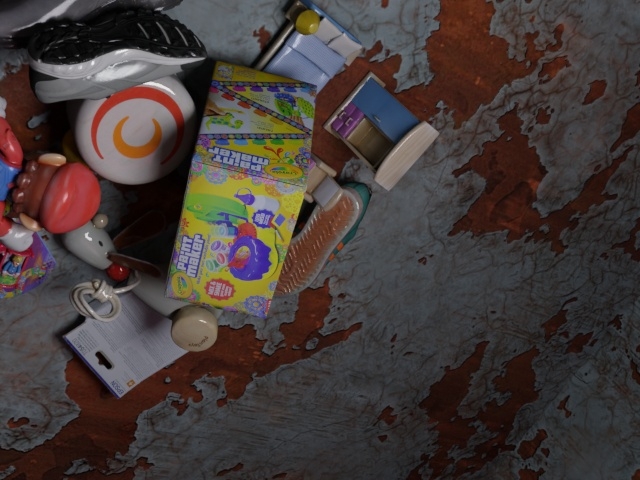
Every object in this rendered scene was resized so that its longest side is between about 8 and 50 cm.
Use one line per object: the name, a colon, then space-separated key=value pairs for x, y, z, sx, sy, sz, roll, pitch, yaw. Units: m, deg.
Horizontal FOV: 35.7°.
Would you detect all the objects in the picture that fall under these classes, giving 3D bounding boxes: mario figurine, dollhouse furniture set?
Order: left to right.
mario figurine: x=-0.490 y=-0.105 z=1.503 sx=0.320 sy=0.170 sz=0.198 roll=19 pitch=144 yaw=-22
dollhouse furniture set: x=-0.002 y=-0.213 z=1.715 sx=0.286 sy=0.198 sz=0.303 roll=-49 pitch=136 yaw=10

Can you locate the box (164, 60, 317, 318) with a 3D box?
box: x=-0.130 y=-0.082 z=1.615 sx=0.177 sy=0.279 sz=0.290 roll=13 pitch=132 yaw=-7

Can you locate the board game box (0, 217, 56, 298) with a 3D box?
board game box: x=-0.527 y=0.041 z=1.689 sx=0.133 sy=0.033 sz=0.169 roll=-29 pitch=135 yaw=-11

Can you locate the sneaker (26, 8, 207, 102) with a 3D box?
sneaker: x=-0.291 y=-0.258 z=1.422 sx=0.271 sy=0.100 sz=0.108 roll=-14 pitch=148 yaw=-31

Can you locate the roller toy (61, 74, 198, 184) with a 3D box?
roller toy: x=-0.300 y=-0.196 z=1.565 sx=0.191 sy=0.146 sz=0.209 roll=5 pitch=117 yaw=-25

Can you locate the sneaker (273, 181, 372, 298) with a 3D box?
sneaker: x=0.000 y=0.000 z=1.956 sx=0.302 sy=0.108 sz=0.121 roll=-46 pitch=171 yaw=30

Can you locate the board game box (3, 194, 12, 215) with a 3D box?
board game box: x=-0.574 y=-0.063 z=1.570 sx=0.201 sy=0.035 sz=0.136 roll=-37 pitch=137 yaw=-3

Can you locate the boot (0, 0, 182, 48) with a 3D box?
boot: x=-0.355 y=-0.412 z=1.392 sx=0.338 sy=0.118 sz=0.223 roll=-27 pitch=134 yaw=-29

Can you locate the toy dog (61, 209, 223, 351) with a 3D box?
toy dog: x=-0.270 y=0.049 z=1.728 sx=0.333 sy=0.220 sz=0.161 roll=25 pitch=121 yaw=-40

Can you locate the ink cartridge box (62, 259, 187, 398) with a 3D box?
ink cartridge box: x=-0.351 y=0.173 z=1.905 sx=0.224 sy=0.045 sz=0.223 roll=-33 pitch=135 yaw=-7
